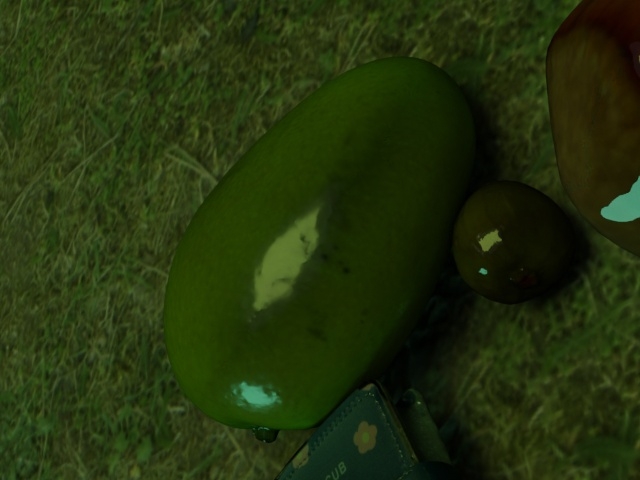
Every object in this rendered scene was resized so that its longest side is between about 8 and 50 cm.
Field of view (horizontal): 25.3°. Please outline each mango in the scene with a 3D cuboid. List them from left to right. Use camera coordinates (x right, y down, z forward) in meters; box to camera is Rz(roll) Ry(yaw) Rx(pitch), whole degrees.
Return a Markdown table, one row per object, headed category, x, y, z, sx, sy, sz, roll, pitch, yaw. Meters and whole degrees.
| category | x | y | z | sx | sy | sz | roll | pitch | yaw |
| --- | --- | --- | --- | --- | --- | --- | --- | --- | --- |
| mango | 0.000 | 0.006 | 0.932 | 0.273 | 0.149 | 0.185 | -52 | 24 | 16 |

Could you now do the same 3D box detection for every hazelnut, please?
| category | x | y | z | sx | sy | sz | roll | pitch | yaw |
| --- | --- | --- | --- | --- | --- | --- | --- | --- | --- |
| hazelnut | 0.209 | -0.066 | 0.732 | 0.182 | 0.182 | 0.182 | -19 | 63 | 43 |

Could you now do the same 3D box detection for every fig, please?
| category | x | y | z | sx | sy | sz | roll | pitch | yaw |
| --- | --- | --- | --- | --- | --- | --- | --- | --- | --- |
| fig | 0.115 | -0.004 | 0.875 | 0.074 | 0.074 | 0.088 | -49 | 33 | 25 |

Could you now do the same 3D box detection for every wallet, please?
| category | x | y | z | sx | sy | sz | roll | pitch | yaw |
| --- | --- | --- | --- | --- | --- | --- | --- | --- | --- |
| wallet | 0.044 | 0.196 | 0.850 | 0.141 | 0.059 | 0.202 | -52 | 39 | 30 |
